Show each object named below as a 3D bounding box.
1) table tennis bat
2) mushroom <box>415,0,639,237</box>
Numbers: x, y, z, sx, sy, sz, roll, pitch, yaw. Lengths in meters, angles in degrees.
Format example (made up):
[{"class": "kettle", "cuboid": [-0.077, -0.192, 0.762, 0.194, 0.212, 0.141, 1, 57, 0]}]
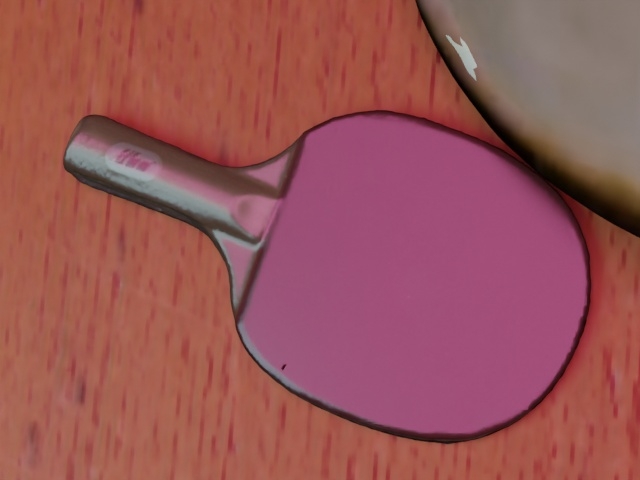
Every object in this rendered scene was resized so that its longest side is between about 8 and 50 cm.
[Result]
[{"class": "table tennis bat", "cuboid": [0.000, 0.000, 0.733, 0.246, 0.022, 0.138, 23, 86, 8]}, {"class": "mushroom", "cuboid": [0.142, -0.174, 0.646, 0.212, 0.292, 0.217, -33, 36, -17]}]
